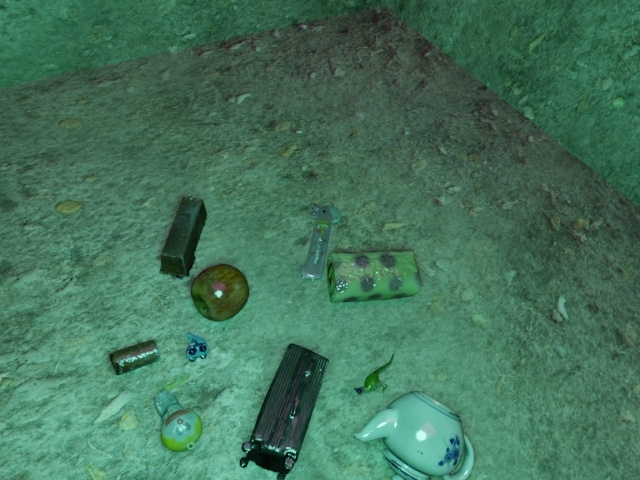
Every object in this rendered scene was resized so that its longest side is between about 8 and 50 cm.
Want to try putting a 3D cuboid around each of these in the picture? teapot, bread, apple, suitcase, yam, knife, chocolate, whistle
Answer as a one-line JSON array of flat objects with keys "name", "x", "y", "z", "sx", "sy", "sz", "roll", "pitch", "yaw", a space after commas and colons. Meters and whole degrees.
[{"name": "teapot", "x": 0.289, "y": 0.611, "z": 1.405, "sx": 0.423, "sy": 0.252, "sz": 0.280, "roll": 30, "pitch": 85, "yaw": -18}, {"name": "bread", "x": 0.199, "y": 0.131, "z": 1.784, "sx": 0.337, "sy": 0.155, "sz": 0.187, "roll": -1, "pitch": 58, "yaw": -14}, {"name": "apple", "x": -0.340, "y": 0.176, "z": 1.608, "sx": 0.188, "sy": 0.188, "sz": 0.173, "roll": 40, "pitch": 47, "yaw": 18}, {"name": "suitcase", "x": -0.103, "y": 0.501, "z": 1.388, "sx": 0.152, "sy": 0.230, "sz": 0.335, "roll": 21, "pitch": 52, "yaw": 3}, {"name": "yam", "x": -0.583, "y": 0.368, "z": 1.482, "sx": 0.141, "sy": 0.079, "sz": 0.079, "roll": -17, "pitch": 59, "yaw": -25}, {"name": "knife", "x": 0.000, "y": 0.000, "z": 1.913, "sx": 0.132, "sy": 0.038, "sz": 0.399, "roll": 12, "pitch": 52, "yaw": 0}, {"name": "chocolate", "x": -0.511, "y": -0.019, "z": 1.766, "sx": 0.111, "sy": 0.112, "sz": 0.322, "roll": 10, "pitch": 52, "yaw": -2}, {"name": "whistle", "x": -0.426, "y": 0.522, "z": 1.381, "sx": 0.122, "sy": 0.123, "sz": 0.223, "roll": -26, "pitch": 48, "yaw": -28}]

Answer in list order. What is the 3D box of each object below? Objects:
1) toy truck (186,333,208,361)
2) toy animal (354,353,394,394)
[{"name": "toy truck", "x": -0.412, "y": 0.347, "z": 1.552, "sx": 0.073, "sy": 0.056, "sz": 0.090, "roll": -10, "pitch": 43, "yaw": -25}, {"name": "toy animal", "x": 0.209, "y": 0.472, "z": 1.604, "sx": 0.216, "sy": 0.041, "sz": 0.075, "roll": -30, "pitch": 63, "yaw": -35}]
